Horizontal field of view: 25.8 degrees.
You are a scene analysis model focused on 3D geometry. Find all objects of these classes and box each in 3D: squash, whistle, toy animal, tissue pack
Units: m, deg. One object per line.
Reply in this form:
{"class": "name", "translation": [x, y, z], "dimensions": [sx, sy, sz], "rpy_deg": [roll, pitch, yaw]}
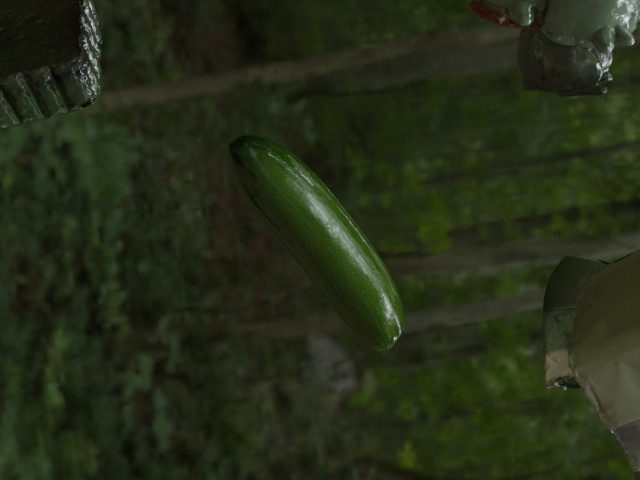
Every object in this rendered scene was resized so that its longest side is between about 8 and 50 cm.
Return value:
{"class": "squash", "translation": [0.001, -0.002, 1.544], "dimensions": [0.292, 0.082, 0.082], "rpy_deg": [51, -23, -10]}
{"class": "whistle", "translation": [0.191, -0.241, 1.275], "dimensions": [0.253, 0.102, 0.105], "rpy_deg": [25, -58, 12]}
{"class": "toy animal", "translation": [0.312, -0.309, 1.774], "dimensions": [0.125, 0.127, 0.251], "rpy_deg": [-130, -151, -67]}
{"class": "tissue pack", "translation": [0.529, 0.102, 1.805], "dimensions": [0.207, 0.380, 0.297], "rpy_deg": [59, 19, -13]}

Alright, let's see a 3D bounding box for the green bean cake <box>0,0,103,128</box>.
{"class": "green bean cake", "translation": [-0.344, -0.215, 1.605], "dimensions": [0.094, 0.181, 0.173], "rpy_deg": [73, 5, -50]}

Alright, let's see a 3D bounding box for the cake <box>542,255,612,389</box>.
{"class": "cake", "translation": [0.468, 0.153, 2.146], "dimensions": [0.284, 0.172, 0.158], "rpy_deg": [15, -54, 32]}
